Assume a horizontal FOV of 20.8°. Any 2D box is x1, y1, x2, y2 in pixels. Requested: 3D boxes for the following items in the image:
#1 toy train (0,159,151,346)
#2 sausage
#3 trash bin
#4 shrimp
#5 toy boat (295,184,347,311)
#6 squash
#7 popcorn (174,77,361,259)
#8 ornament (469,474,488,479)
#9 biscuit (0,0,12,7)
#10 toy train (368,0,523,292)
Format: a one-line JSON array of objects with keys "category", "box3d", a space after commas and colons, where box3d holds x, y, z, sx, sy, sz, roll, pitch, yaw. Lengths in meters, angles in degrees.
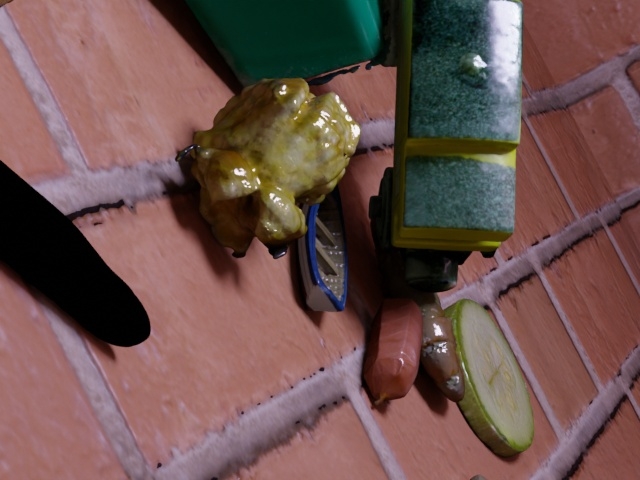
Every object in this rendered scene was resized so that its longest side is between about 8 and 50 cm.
[{"category": "toy train", "box3d": [-0.219, 0.010, 1.423, 0.234, 0.052, 0.051, 44, 21, -40]}, {"category": "sausage", "box3d": [0.084, 0.129, 2.011, 0.065, 0.065, 0.169, 55, 20, -19]}, {"category": "trash bin", "box3d": [-0.089, -0.363, 1.968, 0.259, 0.295, 0.381, -88, 157, -48]}, {"category": "shrimp", "box3d": [0.122, 0.079, 2.175, 0.267, 0.061, 0.145, 63, 7, 20]}, {"category": "toy boat", "box3d": [0.000, 0.000, 1.991, 0.080, 0.046, 0.229, 49, 23, -31]}, {"category": "squash", "box3d": [0.222, 0.183, 2.306, 0.219, 0.041, 0.219, 50, 23, -30]}, {"category": "popcorn", "box3d": [-0.064, -0.082, 1.805, 0.195, 0.168, 0.173, -51, 136, -30]}, {"category": "ornament", "box3d": [0.194, 0.363, 1.964, 0.245, 0.061, 0.230, 25, 39, -58]}, {"category": "biscuit", "box3d": [-0.330, -0.304, 1.581, 0.203, 0.041, 0.260, 42, 26, -45]}, {"category": "toy train", "box3d": [0.154, -0.166, 2.069, 0.272, 0.179, 0.442, 115, -23, -78]}]
